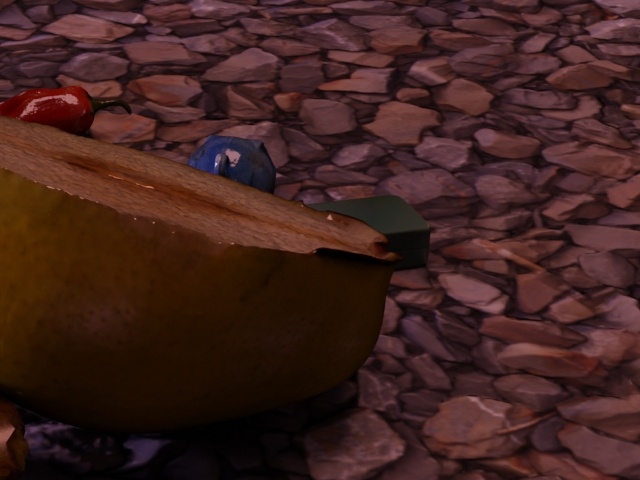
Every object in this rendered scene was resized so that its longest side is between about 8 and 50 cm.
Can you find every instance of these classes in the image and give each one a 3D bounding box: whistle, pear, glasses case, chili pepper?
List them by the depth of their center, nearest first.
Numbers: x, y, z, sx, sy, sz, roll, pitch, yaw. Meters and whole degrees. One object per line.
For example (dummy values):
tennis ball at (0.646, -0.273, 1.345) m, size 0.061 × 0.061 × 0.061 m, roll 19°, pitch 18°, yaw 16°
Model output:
pear at (-0.150, 0.037, 1.452) m, size 0.387 × 0.191 × 0.340 m, roll 18°, pitch 8°, yaw -4°
glasses case at (0.000, 0.000, 1.735) m, size 0.184 × 0.039 × 0.078 m, roll -7°, pitch 28°, yaw -21°
whistle at (-0.080, -0.050, 1.804) m, size 0.090 × 0.090 × 0.158 m, roll 8°, pitch -14°, yaw 9°
chili pepper at (-0.281, -0.123, 1.942) m, size 0.191 × 0.050 × 0.059 m, roll -11°, pitch 45°, yaw -12°

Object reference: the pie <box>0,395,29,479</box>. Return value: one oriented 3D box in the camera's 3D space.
pie at (-0.369, 0.157, 1.283) m, size 0.355 × 0.103 × 0.288 m, roll -6°, pitch 28°, yaw -14°
